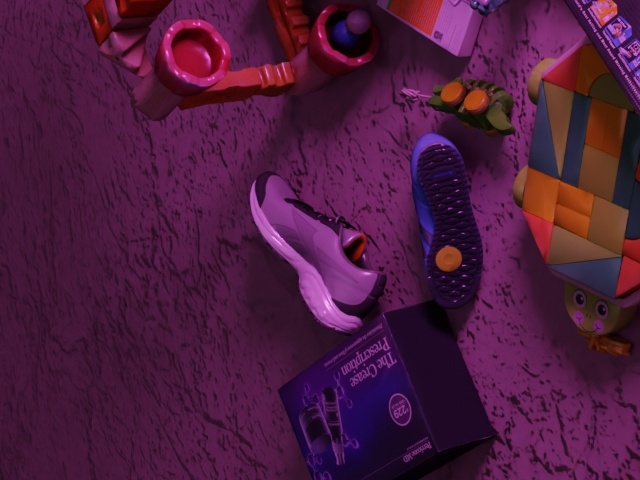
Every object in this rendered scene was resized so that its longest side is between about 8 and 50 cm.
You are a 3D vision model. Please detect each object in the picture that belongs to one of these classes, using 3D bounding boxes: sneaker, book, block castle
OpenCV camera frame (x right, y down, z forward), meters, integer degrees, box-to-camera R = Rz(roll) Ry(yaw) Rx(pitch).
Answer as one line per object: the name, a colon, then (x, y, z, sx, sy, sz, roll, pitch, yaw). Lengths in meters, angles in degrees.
sneaker: (0.147, -0.025, 1.912, 0.082, 0.069, 0.209, -111, 12, -75)
book: (0.134, -0.288, 1.883, 0.144, 0.035, 0.096, 41, 125, 39)
block castle: (-0.133, -0.392, 1.990, 0.213, 0.303, 0.453, -35, 70, 57)
sneaker: (0.000, 0.000, 2.088, 0.108, 0.100, 0.271, -49, 53, 17)

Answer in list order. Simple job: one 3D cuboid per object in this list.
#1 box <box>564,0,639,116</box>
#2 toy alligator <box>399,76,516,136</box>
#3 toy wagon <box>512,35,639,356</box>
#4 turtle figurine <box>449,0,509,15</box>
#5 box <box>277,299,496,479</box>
box: (0.376, -0.199, 1.505, 0.216, 0.060, 0.270, -40, 65, 27)
toy alligator: (0.165, -0.165, 1.858, 0.190, 0.056, 0.051, 26, 76, 48)
toy wagon: (0.307, -0.035, 1.683, 0.267, 0.068, 0.344, 29, 120, 46)
turtle figurine: (0.215, -0.332, 1.698, 0.234, 0.118, 0.175, 11, 122, 35)
box: (0.077, 0.213, 2.017, 0.261, 0.103, 0.184, -41, 68, 49)
